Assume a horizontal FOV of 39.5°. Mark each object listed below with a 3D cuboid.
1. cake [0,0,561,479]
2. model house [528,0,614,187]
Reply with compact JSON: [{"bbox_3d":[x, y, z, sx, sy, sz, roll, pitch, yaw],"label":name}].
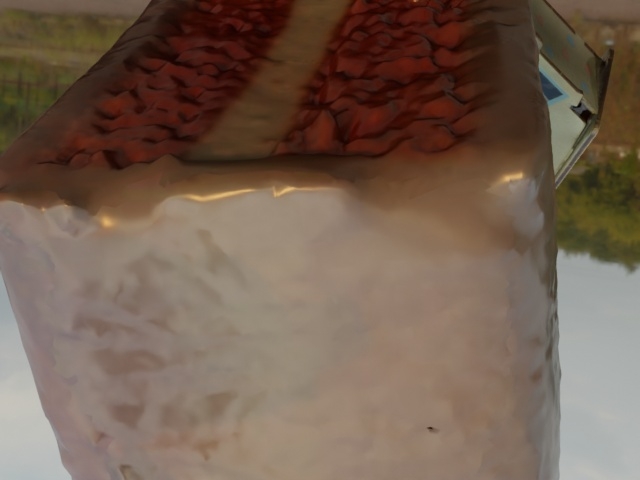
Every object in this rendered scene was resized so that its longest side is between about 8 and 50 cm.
[{"bbox_3d":[0.000,0.000,0.470,0.237,0.230,0.309,-4,-148,10],"label":"cake"},{"bbox_3d":[0.205,-0.150,1.103,0.244,0.169,0.326,32,149,-28],"label":"model house"}]
